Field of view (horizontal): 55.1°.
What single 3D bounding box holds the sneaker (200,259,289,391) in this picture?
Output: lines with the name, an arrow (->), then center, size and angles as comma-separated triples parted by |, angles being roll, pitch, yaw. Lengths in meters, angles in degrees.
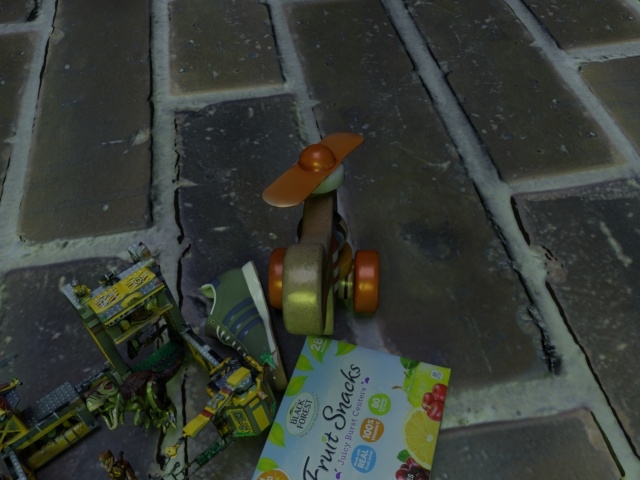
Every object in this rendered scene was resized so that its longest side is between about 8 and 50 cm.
sneaker -> -0.101, 0.115, 0.775 | 0.086, 0.064, 0.192 | -18, 51, -4

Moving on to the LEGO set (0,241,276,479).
LEGO set -> -0.224, 0.151, 0.630 | 0.332, 0.192, 0.255 | -30, 42, -18

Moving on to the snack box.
snack box -> 0.036, 0.221, 0.671 | 0.175, 0.070, 0.207 | 13, 50, 14

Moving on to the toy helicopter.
toy helicopter -> 0.000, 0.000, 0.676 | 0.140, 0.234, 0.355 | 2, 11, 3
